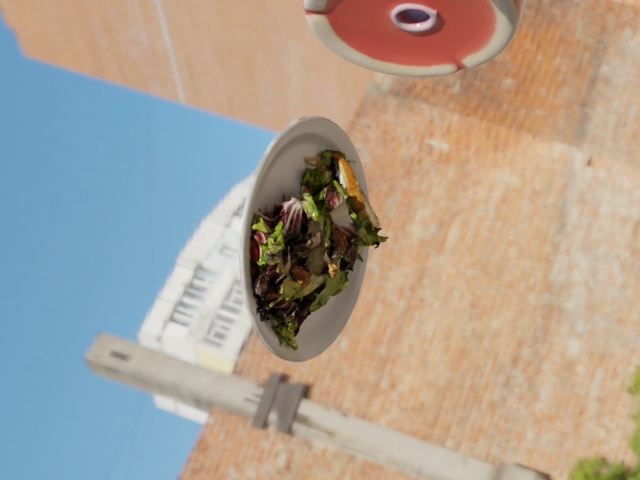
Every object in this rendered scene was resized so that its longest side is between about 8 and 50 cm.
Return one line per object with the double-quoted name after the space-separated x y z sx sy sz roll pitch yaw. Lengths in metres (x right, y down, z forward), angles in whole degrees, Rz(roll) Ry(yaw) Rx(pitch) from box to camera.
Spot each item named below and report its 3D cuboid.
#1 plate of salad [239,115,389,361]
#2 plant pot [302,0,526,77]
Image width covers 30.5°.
0.000 0.000 0.945 0.200 0.048 0.200 -17 -70 -57 "plate of salad"
0.095 -0.303 1.091 0.275 0.275 0.243 78 -162 -65 "plant pot"
